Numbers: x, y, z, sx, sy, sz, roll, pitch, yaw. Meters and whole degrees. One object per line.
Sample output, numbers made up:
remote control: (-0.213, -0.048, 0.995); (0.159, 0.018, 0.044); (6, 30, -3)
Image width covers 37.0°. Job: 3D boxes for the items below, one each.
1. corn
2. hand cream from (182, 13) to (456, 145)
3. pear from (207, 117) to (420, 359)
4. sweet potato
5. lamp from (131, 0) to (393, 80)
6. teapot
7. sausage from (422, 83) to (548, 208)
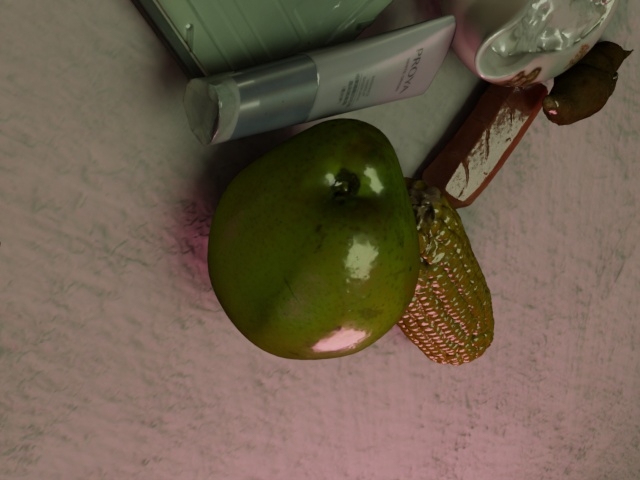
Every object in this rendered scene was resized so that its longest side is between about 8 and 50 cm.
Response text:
corn: (0.113, 0.041, 0.993); (0.119, 0.119, 0.322); (-47, 140, -7)
hand cream: (0.010, -0.128, 0.758); (0.255, 0.048, 0.079); (-19, 149, -35)
pear: (0.000, 0.000, 0.793); (0.188, 0.187, 0.219); (-15, 156, -36)
sweet potato: (0.279, -0.171, 0.998); (0.274, 0.067, 0.067); (-40, 144, -53)
lamp: (-0.027, -0.246, 0.711); (0.269, 0.047, 0.266); (-46, 141, -9)
teapot: (0.214, -0.241, 0.872); (0.298, 0.139, 0.204); (-35, 134, -19)
sausage: (0.163, -0.097, 0.982); (0.169, 0.065, 0.065); (-55, 140, 3)
